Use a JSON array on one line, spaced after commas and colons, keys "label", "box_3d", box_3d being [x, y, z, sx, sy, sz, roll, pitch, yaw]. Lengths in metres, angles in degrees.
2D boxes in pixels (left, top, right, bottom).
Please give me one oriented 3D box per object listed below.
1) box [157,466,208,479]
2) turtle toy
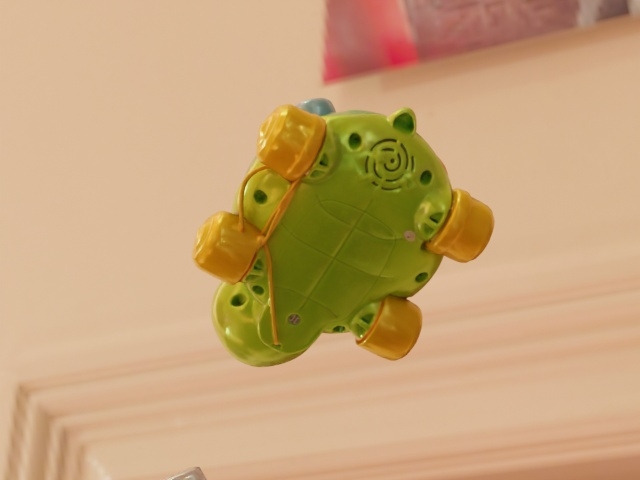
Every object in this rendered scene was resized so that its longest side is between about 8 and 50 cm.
[{"label": "box", "box_3d": [-0.165, 0.227, 0.505, 0.215, 0.345, 0.168, 103, 144, -70]}, {"label": "turtle toy", "box_3d": [0.000, 0.000, 0.630, 0.095, 0.130, 0.066, 27, -155, -15]}]
